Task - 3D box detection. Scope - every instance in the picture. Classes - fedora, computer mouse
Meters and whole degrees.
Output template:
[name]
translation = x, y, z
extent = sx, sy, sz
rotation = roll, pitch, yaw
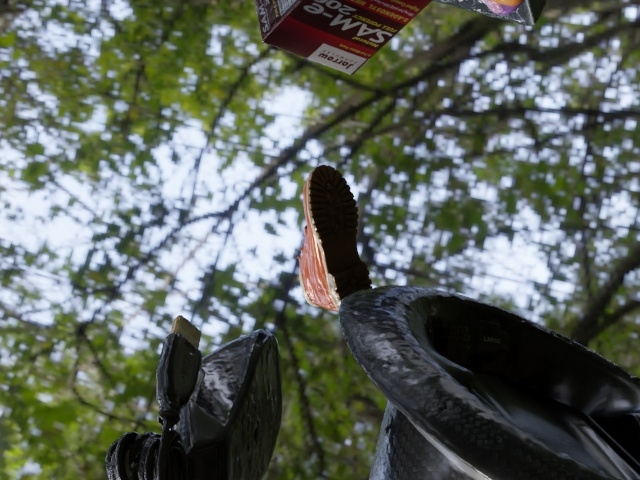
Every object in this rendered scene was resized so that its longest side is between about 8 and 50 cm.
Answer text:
[fedora]
translation = 0.124, 0.157, 0.767
extent = 0.334, 0.334, 0.153
rotation = 7, -69, -54
[computer mouse]
translation = -0.081, 0.112, 0.773
extent = 0.262, 0.060, 0.184
rotation = -71, -21, -57

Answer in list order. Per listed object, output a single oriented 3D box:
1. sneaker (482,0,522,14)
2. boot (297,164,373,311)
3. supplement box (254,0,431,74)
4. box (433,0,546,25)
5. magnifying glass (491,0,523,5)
[sneaker]
translation = 0.266, -0.310, 1.331
extent = 0.236, 0.095, 0.104
rotation = -48, -68, -19
[boot]
translation = 0.000, 0.000, 1.320
extent = 0.059, 0.084, 0.158
rotation = -14, -83, -33
[supplement box]
translation = 0.052, -0.283, 1.309
extent = 0.130, 0.239, 0.073
rotation = 14, -128, -35
[box]
translation = 0.131, -0.482, 1.563
extent = 0.294, 0.395, 0.212
rotation = -64, -26, -14
[magnifying glass]
translation = 0.101, -0.186, 0.667
extent = 0.231, 0.092, 0.026
rotation = 65, -138, -74
